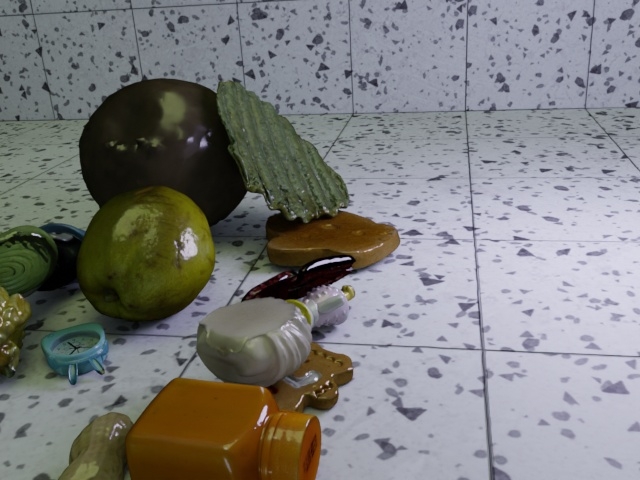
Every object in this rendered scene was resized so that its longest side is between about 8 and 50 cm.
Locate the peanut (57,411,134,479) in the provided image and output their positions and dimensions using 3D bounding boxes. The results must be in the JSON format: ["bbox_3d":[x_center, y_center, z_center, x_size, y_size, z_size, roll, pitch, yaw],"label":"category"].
[{"bbox_3d":[-0.293,0.296,0.873,0.082,0.082,0.187,-4,23,-1],"label":"peanut"}]

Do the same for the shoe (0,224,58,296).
[{"bbox_3d":[-0.612,0.045,1.207,0.262,0.140,0.128,-34,63,-4],"label":"shoe"}]

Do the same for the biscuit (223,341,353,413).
[{"bbox_3d":[-0.063,0.227,1.058,0.184,0.035,0.248,17,30,42],"label":"biscuit"}]

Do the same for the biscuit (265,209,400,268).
[{"bbox_3d":[0.000,0.002,1.574,0.343,0.057,0.287,16,29,39],"label":"biscuit"}]

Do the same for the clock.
[{"bbox_3d":[-0.423,0.198,1.175,0.108,0.045,0.147,-15,26,-25],"label":"clock"}]

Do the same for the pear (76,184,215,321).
[{"bbox_3d":[-0.341,0.025,1.333,0.268,0.269,0.321,2,33,13],"label":"pear"}]

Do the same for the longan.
[{"bbox_3d":[-0.388,-0.209,1.707,0.435,0.405,0.404,-3,22,-10],"label":"longan"}]

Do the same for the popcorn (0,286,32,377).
[{"bbox_3d":[-0.576,0.161,1.155,0.142,0.174,0.173,5,23,6],"label":"popcorn"}]

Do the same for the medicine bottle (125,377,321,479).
[{"bbox_3d":[-0.118,0.265,0.869,0.222,0.112,0.149,3,23,16],"label":"medicine bottle"}]

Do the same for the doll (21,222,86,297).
[{"bbox_3d":[-0.584,0.039,1.436,0.177,0.141,0.314,-6,9,10],"label":"doll"}]

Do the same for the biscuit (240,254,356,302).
[{"bbox_3d":[-0.043,0.081,1.308,0.151,0.064,0.235,-12,-4,-40],"label":"biscuit"}]

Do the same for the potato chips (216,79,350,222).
[{"bbox_3d":[-0.102,-0.219,1.653,0.358,0.070,0.430,13,44,-46],"label":"potato chips"}]

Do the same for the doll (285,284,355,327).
[{"bbox_3d":[-0.015,0.129,1.207,0.129,0.081,0.207,-29,-8,39],"label":"doll"}]

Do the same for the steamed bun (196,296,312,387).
[{"bbox_3d":[-0.098,0.163,1.039,0.182,0.106,0.183,-5,18,1],"label":"steamed bun"}]
